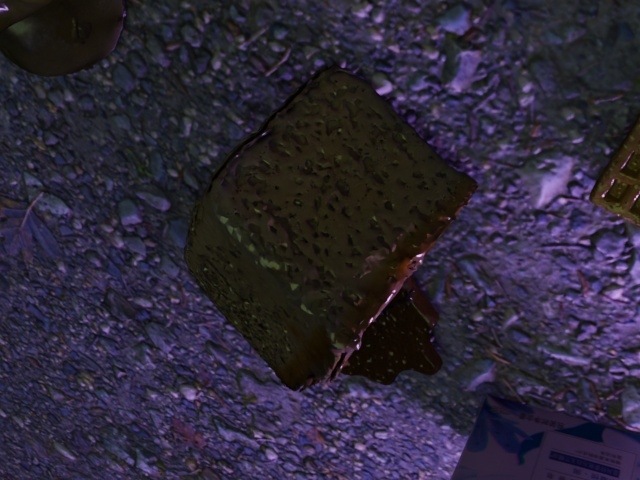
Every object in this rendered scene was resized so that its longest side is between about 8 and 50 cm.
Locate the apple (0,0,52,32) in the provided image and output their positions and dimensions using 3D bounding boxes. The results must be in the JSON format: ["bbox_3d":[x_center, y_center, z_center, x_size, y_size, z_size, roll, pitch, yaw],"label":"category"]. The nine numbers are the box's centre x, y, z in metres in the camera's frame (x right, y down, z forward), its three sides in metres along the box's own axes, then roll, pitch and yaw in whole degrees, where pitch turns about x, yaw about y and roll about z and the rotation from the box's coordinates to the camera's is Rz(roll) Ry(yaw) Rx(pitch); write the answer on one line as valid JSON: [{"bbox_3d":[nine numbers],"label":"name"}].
[{"bbox_3d":[-0.373,-0.338,0.879,0.357,0.357,0.357,15,130,18],"label":"apple"}]

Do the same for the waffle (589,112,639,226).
[{"bbox_3d":[0.340,-0.083,0.910,0.125,0.032,0.191,30,134,7],"label":"waffle"}]

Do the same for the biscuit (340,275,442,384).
[{"bbox_3d":[0.055,0.092,1.193,0.215,0.034,0.182,34,128,4],"label":"biscuit"}]

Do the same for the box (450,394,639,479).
[{"bbox_3d":[0.288,0.309,1.121,0.274,0.203,0.116,13,128,21],"label":"box"}]

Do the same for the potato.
[{"bbox_3d":[-0.330,-0.259,1.089,0.202,0.117,0.182,41,136,-6],"label":"potato"}]

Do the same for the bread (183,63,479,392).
[{"bbox_3d":[0.000,0.000,1.106,0.248,0.279,0.315,43,169,0],"label":"bread"}]
